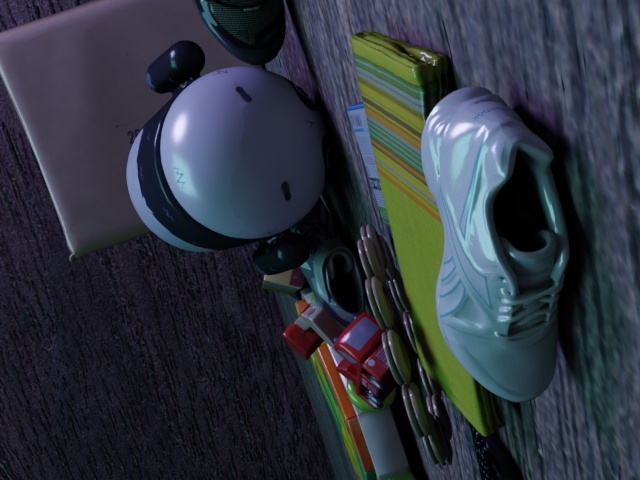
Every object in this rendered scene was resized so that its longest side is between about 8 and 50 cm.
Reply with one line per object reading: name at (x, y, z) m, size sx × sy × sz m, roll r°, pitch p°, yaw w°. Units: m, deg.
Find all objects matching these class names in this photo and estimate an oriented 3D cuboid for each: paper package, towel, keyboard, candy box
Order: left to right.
paper package at (-0.235, -0.178, 1.249) m, size 0.168 × 0.324 × 0.310 m, roll -133°, pitch 24°, yaw -75°
candy box at (-0.044, 0.012, 1.234) m, size 0.187 × 0.053 × 0.109 m, roll 134°, pitch 148°, yaw -81°
towel at (0.064, -0.004, 0.543) m, size 0.102 × 0.021 × 0.237 m, roll -129°, pitch 22°, yaw -61°
keyboard at (0.130, 0.222, 0.663) m, size 0.100 × 0.038 × 0.192 m, roll -121°, pitch 13°, yaw -61°

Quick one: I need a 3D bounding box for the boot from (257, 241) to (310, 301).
boot at (-0.043, 0.018, 1.472) m, size 0.106 × 0.082 × 0.219 m, roll 41°, pitch 154°, yaw 30°

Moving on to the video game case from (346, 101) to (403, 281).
video game case at (0.060, -0.016, 0.633) m, size 0.119 × 0.015 × 0.166 m, roll -147°, pitch 38°, yaw -79°

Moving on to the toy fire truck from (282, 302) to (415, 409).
toy fire truck at (0.023, 0.103, 0.911) m, size 0.135 × 0.047 × 0.192 m, roll 39°, pitch 165°, yaw 15°

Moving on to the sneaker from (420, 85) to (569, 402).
sneaker at (0.079, 0.014, 0.395) m, size 0.061 × 0.053 × 0.152 m, roll -127°, pitch 19°, yaw -61°

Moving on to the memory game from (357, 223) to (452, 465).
memory game at (0.064, 0.075, 0.672) m, size 0.186 × 0.012 × 0.186 m, roll -20°, pitch -90°, yaw -79°

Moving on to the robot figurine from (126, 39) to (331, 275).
robot figurine at (-0.097, -0.078, 0.942) m, size 0.278 × 0.209 × 0.174 m, roll -13°, pitch 56°, yaw 66°

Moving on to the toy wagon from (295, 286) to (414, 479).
toy wagon at (0.056, 0.215, 1.120) m, size 0.267 × 0.068 × 0.344 m, roll 79°, pitch 169°, yaw -56°

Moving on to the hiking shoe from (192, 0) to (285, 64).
hiking shoe at (-0.080, -0.253, 0.786) m, size 0.114 × 0.086 × 0.227 m, roll -115°, pitch 9°, yaw -65°

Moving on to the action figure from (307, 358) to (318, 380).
action figure at (0.004, 0.182, 1.488) m, size 0.232 × 0.063 × 0.137 m, roll 158°, pitch 91°, yaw -80°

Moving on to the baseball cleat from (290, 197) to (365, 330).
baseball cleat at (0.000, 0.000, 1.018) m, size 0.206 × 0.072 × 0.109 m, roll 59°, pitch 164°, yaw 14°
